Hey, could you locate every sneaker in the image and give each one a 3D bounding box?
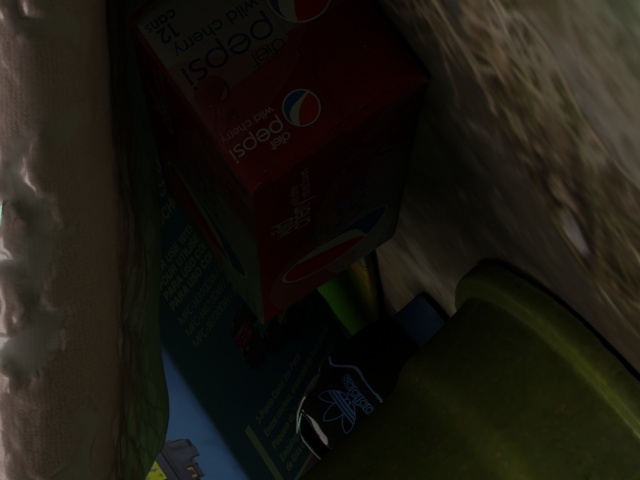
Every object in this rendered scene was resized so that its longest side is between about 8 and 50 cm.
[{"bbox_3d":[0.031,0.098,1.052,0.081,0.090,0.232,53,171,17],"label":"sneaker"}]

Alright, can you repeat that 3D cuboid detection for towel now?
[{"bbox_3d":[0.000,0.000,1.098,0.102,0.021,0.237,53,172,22],"label":"towel"},{"bbox_3d":[-0.100,-0.015,0.791,0.317,0.053,0.331,-96,4,-79],"label":"towel"}]

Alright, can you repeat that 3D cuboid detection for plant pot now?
[{"bbox_3d":[0.043,0.192,0.790,0.276,0.254,0.276,55,171,12],"label":"plant pot"}]

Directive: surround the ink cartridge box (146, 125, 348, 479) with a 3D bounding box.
[{"bbox_3d":[-0.167,0.034,1.127,0.270,0.151,0.395,-13,119,32],"label":"ink cartridge box"}]

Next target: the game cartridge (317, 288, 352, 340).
[{"bbox_3d":[-0.020,0.069,1.373,0.196,0.060,0.294,62,170,-14],"label":"game cartridge"}]

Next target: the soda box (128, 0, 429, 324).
[{"bbox_3d":[-0.019,-0.042,0.831,0.092,0.083,0.263,54,172,11],"label":"soda box"}]
